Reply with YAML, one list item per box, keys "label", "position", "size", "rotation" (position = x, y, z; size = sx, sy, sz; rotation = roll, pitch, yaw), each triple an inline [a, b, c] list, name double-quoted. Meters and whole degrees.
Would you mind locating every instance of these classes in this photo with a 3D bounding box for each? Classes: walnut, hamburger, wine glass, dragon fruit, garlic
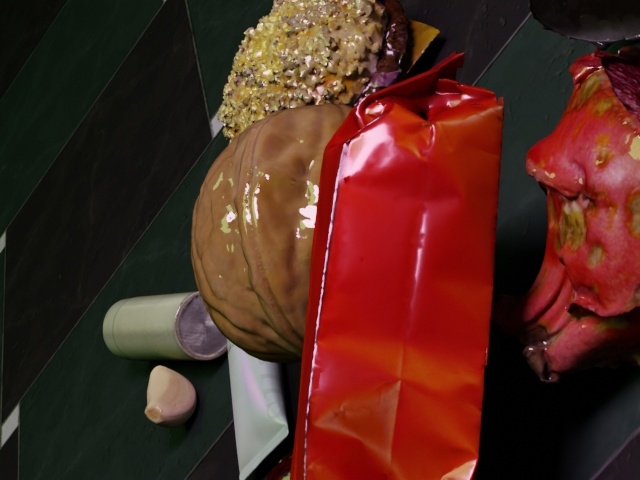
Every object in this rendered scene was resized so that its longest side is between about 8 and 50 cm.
- label: "walnut"
  position: [0.000, 0.000, 1.382]
  size: [0.228, 0.228, 0.228]
  rotation: [-44, 29, 33]
- label: "hamburger"
  position: [-0.013, -0.149, 1.640]
  size: [0.262, 0.138, 0.243]
  rotation: [-63, 25, -7]
- label: "wine glass"
  position: [0.221, -0.256, 1.296]
  size: [0.122, 0.122, 0.183]
  rotation: [-31, 46, 49]
- label: "dragon fruit"
  position: [0.190, 0.001, 1.100]
  size: [0.212, 0.134, 0.262]
  rotation: [-63, 24, 20]
- label: "garlic"
  position: [-0.151, 0.161, 1.682]
  size: [0.041, 0.053, 0.083]
  rotation: [-52, 12, 21]

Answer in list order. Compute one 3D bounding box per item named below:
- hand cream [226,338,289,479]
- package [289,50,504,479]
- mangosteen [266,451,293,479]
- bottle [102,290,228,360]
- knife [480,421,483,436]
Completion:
- label: "hand cream"
  position: [-0.060, 0.126, 1.553]
  size: [0.078, 0.050, 0.205]
  rotation: [-47, 32, 30]
- label: "package"
  position: [0.047, 0.093, 1.141]
  size: [0.196, 0.123, 0.424]
  rotation: [97, 178, -70]
- label: "mangosteen"
  position: [-0.006, 0.204, 1.336]
  size: [0.081, 0.081, 0.081]
  rotation: [-44, 29, 33]
- label: "bottle"
  position: [-0.162, 0.092, 1.757]
  size: [0.201, 0.072, 0.072]
  rotation: [-8, 57, 61]
- label: "knife"
  position: [0.107, 0.175, 1.224]
  size: [0.014, 0.005, 0.091]
  rotation: [-25, 43, 51]
